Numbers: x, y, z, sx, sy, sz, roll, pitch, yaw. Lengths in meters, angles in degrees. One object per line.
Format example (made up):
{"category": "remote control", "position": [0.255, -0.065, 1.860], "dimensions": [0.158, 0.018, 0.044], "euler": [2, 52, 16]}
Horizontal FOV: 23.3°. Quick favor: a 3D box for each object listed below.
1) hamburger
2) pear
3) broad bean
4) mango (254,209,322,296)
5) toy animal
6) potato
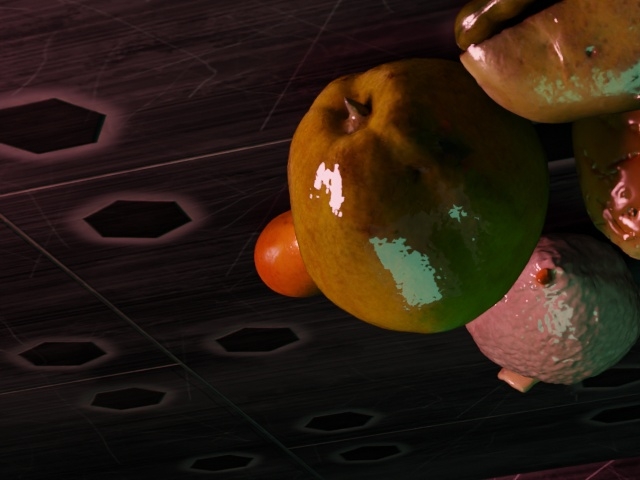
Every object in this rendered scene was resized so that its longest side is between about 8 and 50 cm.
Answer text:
{"category": "hamburger", "position": [0.363, -0.090, 1.527], "dimensions": [0.244, 0.244, 0.163], "euler": [-17, 166, 27]}
{"category": "pear", "position": [0.099, -0.043, 1.557], "dimensions": [0.269, 0.269, 0.321], "euler": [-14, 139, 19]}
{"category": "broad bean", "position": [0.192, -0.225, 1.378], "dimensions": [0.053, 0.052, 0.256], "euler": [45, 143, -11]}
{"category": "mango", "position": [0.002, 0.006, 1.844], "dimensions": [0.141, 0.102, 0.217], "euler": [-3, 162, -26]}
{"category": "toy animal", "position": [0.302, 0.092, 2.028], "dimensions": [0.226, 0.188, 0.358], "euler": [-18, 156, 14]}
{"category": "potato", "position": [0.273, -0.170, 1.393], "dimensions": [0.272, 0.111, 0.160], "euler": [-24, 170, 22]}
